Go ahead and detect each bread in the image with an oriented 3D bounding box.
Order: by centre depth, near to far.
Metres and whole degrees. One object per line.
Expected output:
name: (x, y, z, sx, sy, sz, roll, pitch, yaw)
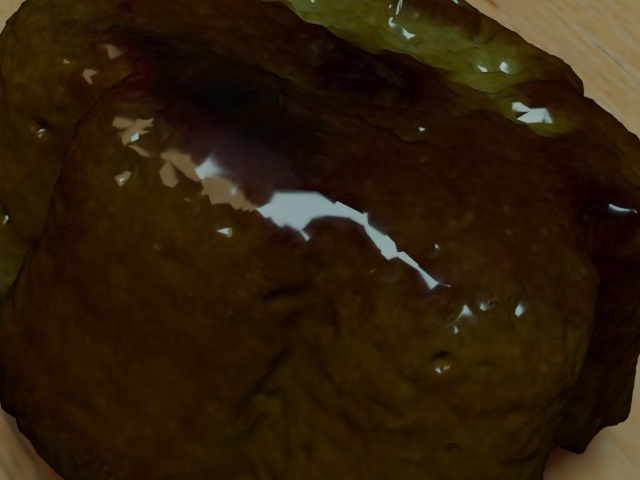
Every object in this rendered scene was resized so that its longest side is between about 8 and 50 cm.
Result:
bread: (0.000, -0.008, 0.419, 0.247, 0.135, 0.232, 31, 36, 15)
